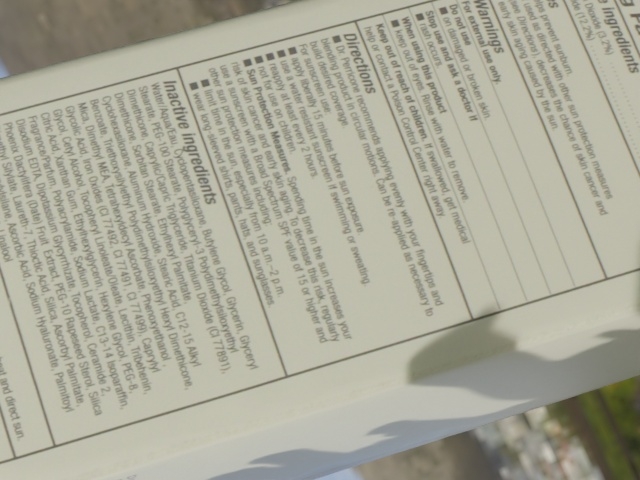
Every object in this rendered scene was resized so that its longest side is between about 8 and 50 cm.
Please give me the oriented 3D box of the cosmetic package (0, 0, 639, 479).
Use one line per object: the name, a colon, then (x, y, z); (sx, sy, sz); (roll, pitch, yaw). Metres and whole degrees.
cosmetic package: (0.000, 0.000, 0.725); (0.113, 0.309, 0.160); (106, 147, -67)
